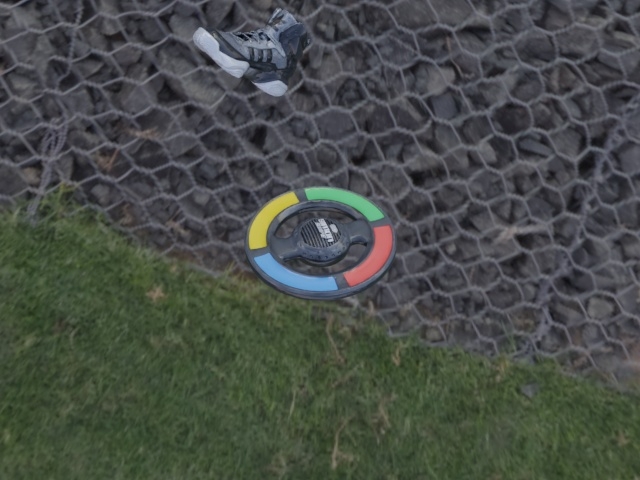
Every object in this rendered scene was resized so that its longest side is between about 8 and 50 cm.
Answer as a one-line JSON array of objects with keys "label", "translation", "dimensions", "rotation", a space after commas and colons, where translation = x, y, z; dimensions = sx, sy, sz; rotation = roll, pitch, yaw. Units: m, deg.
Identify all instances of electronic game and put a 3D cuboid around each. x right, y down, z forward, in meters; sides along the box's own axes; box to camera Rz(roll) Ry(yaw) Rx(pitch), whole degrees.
[{"label": "electronic game", "translation": [0.000, 0.000, 1.380], "dimensions": [0.230, 0.229, 0.048], "rotation": [2, 136, 1]}]

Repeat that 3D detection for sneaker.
[{"label": "sneaker", "translation": [-0.122, -0.382, 1.744], "dimensions": [0.101, 0.269, 0.153], "rotation": [43, 103, 31]}]
